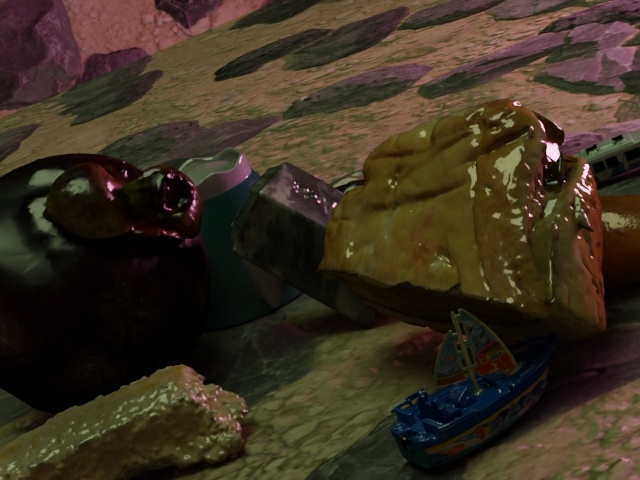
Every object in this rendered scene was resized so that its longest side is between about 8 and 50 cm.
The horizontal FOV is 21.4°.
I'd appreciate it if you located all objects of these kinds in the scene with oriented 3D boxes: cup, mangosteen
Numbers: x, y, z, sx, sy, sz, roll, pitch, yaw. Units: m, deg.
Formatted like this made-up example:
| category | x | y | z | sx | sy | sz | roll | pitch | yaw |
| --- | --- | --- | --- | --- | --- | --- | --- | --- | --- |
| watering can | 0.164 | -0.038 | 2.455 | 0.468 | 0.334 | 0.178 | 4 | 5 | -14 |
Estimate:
| category | x | y | z | sx | sy | sz | roll | pitch | yaw |
| --- | --- | --- | --- | --- | --- | --- | --- | --- | --- |
| cup | -0.109 | -0.010 | 1.973 | 0.167 | 0.173 | 0.299 | -24 | 17 | -13 |
| mangosteen | -0.258 | 0.034 | 1.803 | 0.297 | 0.293 | 0.297 | -3 | 48 | 4 |

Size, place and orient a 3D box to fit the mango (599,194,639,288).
| category | x | y | z | sx | sy | sz | roll | pitch | yaw |
| --- | --- | --- | --- | --- | --- | --- | --- | --- | --- |
| mango | 0.287 | 0.000 | 1.642 | 0.178 | 0.090 | 0.115 | -3 | 16 | 25 |

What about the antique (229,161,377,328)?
| category | x | y | z | sx | sy | sz | roll | pitch | yaw |
| --- | --- | --- | --- | --- | --- | --- | --- | --- | --- |
| antique | 0.000 | 0.000 | 1.795 | 0.086 | 0.183 | 0.088 | -63 | -4 | 31 |

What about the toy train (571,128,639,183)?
| category | x | y | z | sx | sy | sz | roll | pitch | yaw |
| --- | --- | --- | --- | --- | --- | --- | --- | --- | --- |
| toy train | 0.357 | -0.102 | 1.921 | 0.207 | 0.047 | 0.043 | -20 | 19 | 8 |

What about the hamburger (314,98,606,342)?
| category | x | y | z | sx | sy | sz | roll | pitch | yaw |
| --- | --- | --- | --- | --- | --- | --- | --- | --- | --- |
| hamburger | 0.157 | -0.022 | 1.576 | 0.330 | 0.162 | 0.209 | 6 | 74 | 57 |

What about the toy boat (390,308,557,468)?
| category | x | y | z | sx | sy | sz | roll | pitch | yaw |
| --- | --- | --- | --- | --- | --- | --- | --- | --- | --- |
| toy boat | 0.133 | 0.110 | 1.452 | 0.175 | 0.110 | 0.091 | -27 | 19 | -23 |

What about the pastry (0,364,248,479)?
| category | x | y | z | sx | sy | sz | roll | pitch | yaw |
| --- | --- | --- | --- | --- | --- | --- | --- | --- | --- |
| pastry | -0.197 | 0.196 | 1.626 | 0.258 | 0.089 | 0.121 | -23 | 30 | 5 |

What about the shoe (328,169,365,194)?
| category | x | y | z | sx | sy | sz | roll | pitch | yaw |
| --- | --- | --- | --- | --- | --- | --- | --- | --- | --- |
| shoe | 0.118 | -0.028 | 1.891 | 0.290 | 0.114 | 0.137 | -20 | 28 | 11 |
